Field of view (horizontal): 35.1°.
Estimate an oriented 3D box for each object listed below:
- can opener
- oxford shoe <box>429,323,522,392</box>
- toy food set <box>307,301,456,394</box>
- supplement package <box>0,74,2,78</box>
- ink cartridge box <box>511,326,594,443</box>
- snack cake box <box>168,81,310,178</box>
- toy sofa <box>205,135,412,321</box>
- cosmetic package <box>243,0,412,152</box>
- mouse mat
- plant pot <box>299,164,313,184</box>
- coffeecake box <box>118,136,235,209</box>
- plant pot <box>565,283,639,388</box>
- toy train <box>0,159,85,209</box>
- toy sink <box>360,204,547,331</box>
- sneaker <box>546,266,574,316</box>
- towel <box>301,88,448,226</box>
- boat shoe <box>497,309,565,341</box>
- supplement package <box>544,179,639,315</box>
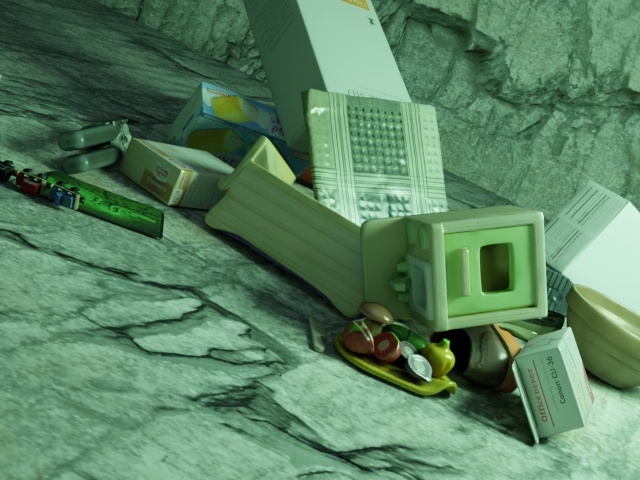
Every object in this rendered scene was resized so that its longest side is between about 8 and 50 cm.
[{"bbox_3d":[-0.391,-0.159,1.726,0.095,0.076,0.283,-7,9,11],"label":"can opener"},{"bbox_3d":[0.207,0.130,1.530,0.098,0.097,0.271,12,17,-23],"label":"oxford shoe"},{"bbox_3d":[0.093,0.135,1.359,0.218,0.071,0.128,23,13,-3],"label":"toy food set"},{"bbox_3d":[-0.547,-0.203,1.499,0.105,0.105,0.179,20,14,-16],"label":"supplement package"},{"bbox_3d":[0.322,0.197,1.393,0.067,0.115,0.198,-19,-1,21],"label":"ink cartridge box"},{"bbox_3d":[-0.154,-0.200,2.027,0.264,0.152,0.089,16,46,-28],"label":"snack cake box"},{"bbox_3d":[0.000,0.000,1.631,0.362,0.177,0.150,31,-9,29],"label":"toy sofa"},{"bbox_3d":[0.010,-0.385,2.090,0.230,0.161,0.453,9,50,-35],"label":"cosmetic package"},{"bbox_3d":[-0.325,-0.055,1.524,0.190,0.007,0.152,20,14,-14],"label":"mouse mat"},{"bbox_3d":[0.053,-0.216,2.297,0.265,0.272,0.272,30,13,-7],"label":"plant pot"},{"bbox_3d":[-0.231,-0.112,1.766,0.142,0.068,0.185,33,16,34],"label":"coffeecake box"},{"bbox_3d":[0.522,0.185,1.794,0.237,0.109,0.237,28,15,-8],"label":"plant pot"},{"bbox_3d":[-0.406,-0.081,1.426,0.158,0.027,0.036,21,31,7],"label":"toy train"},{"bbox_3d":[0.188,0.039,1.429,0.234,0.153,0.131,-5,8,-13],"label":"toy sink"},{"bbox_3d":[0.388,0.067,2.101,0.319,0.112,0.131,35,1,21],"label":"sneaker"},{"bbox_3d":[0.104,-0.114,1.868,0.312,0.324,0.056,3,-14,-33],"label":"towel"},{"bbox_3d":[0.333,0.120,1.819,0.223,0.073,0.080,24,11,-5],"label":"boat shoe"},{"bbox_3d":[0.617,0.039,2.174,0.262,0.204,0.145,41,3,-32],"label":"supplement package"}]
